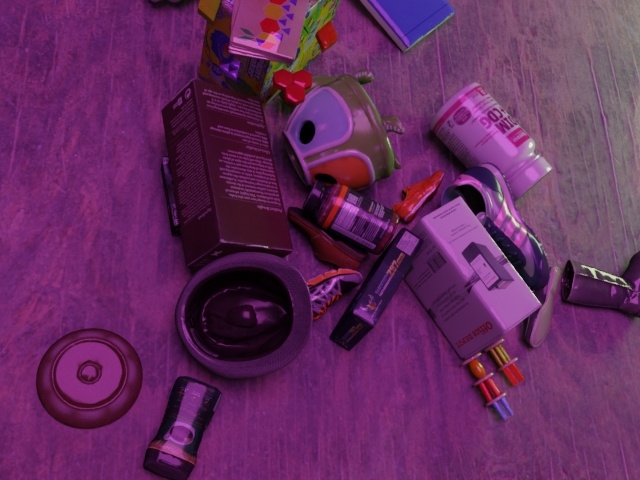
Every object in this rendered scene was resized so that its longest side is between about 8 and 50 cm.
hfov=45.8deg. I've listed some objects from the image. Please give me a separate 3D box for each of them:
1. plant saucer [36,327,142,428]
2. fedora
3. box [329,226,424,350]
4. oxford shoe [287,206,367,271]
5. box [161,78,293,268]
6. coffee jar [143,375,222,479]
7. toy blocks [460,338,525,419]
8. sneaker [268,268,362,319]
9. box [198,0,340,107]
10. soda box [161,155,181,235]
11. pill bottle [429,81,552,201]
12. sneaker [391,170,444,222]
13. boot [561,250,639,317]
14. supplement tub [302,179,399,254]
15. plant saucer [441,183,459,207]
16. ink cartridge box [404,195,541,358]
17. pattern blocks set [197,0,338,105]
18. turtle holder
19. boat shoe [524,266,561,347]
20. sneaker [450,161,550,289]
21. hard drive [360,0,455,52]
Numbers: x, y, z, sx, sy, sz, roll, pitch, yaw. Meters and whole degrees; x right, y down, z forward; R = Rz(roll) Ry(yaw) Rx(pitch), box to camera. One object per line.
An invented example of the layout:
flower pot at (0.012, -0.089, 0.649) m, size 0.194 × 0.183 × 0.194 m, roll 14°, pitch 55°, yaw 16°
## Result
plant saucer at (-0.442, 0.259, 1.453) m, size 0.199 × 0.036 × 0.198 m, roll 6°, pitch 65°, yaw -12°
fedora at (-0.144, 0.149, 1.508) m, size 0.275 × 0.124 × 0.243 m, roll -13°, pitch 81°, yaw 4°
box at (0.116, 0.104, 1.591) m, size 0.059 × 0.183 × 0.232 m, roll 33°, pitch 63°, yaw 2°
oxford shoe at (0.000, 0.000, 1.675) m, size 0.212 × 0.076 × 0.076 m, roll 39°, pitch 24°, yaw 19°
box at (-0.200, -0.132, 1.606) m, size 0.191 × 0.143 × 0.381 m, roll 9°, pitch 58°, yaw -43°
coffee jar at (-0.261, 0.357, 1.432) m, size 0.096 × 0.079 × 0.184 m, roll 24°, pitch 61°, yaw -6°
toy blocks at (0.392, 0.304, 1.647) m, size 0.123 × 0.054 × 0.148 m, roll -25°, pitch 74°, yaw -23°
sneaker at (-0.006, 0.123, 1.611) m, size 0.215 × 0.084 × 0.083 m, roll -20°, pitch 72°, yaw -11°
box at (-0.114, -0.490, 1.740) m, size 0.177 × 0.290 × 0.279 m, roll 38°, pitch 62°, yaw 4°
soda box at (-0.307, -0.098, 1.639) m, size 0.053 × 0.060 × 0.169 m, roll -7°, pitch 69°, yaw -17°
pill bottle at (0.414, -0.231, 1.838) m, size 0.160 × 0.160 × 0.283 m, roll -37°, pitch 80°, yaw -26°
sneaker at (0.234, -0.117, 1.794) m, size 0.067 × 0.064 × 0.175 m, roll 38°, pitch 59°, yaw 15°
boot at (0.688, 0.085, 1.826) m, size 0.208 × 0.076 × 0.189 m, roll 15°, pitch 61°, yaw -1°
supplement tub at (0.063, -0.055, 1.630) m, size 0.198 × 0.106 × 0.106 m, roll 28°, pitch 62°, yaw -4°
plant saucer at (0.341, -0.041, 1.777) m, size 0.195 × 0.037 × 0.195 m, roll 22°, pitch 52°, yaw -32°
ink cartridge box at (0.304, 0.086, 1.636) m, size 0.121 × 0.211 × 0.289 m, roll -29°, pitch 77°, yaw -26°
pattern blocks set at (-0.107, -0.440, 1.541) m, size 0.285 × 0.026 × 0.325 m, roll 22°, pitch 64°, yaw -4°
turtle holder at (0.028, -0.258, 1.703) m, size 0.227 × 0.243 × 0.320 m, roll -25°, pitch 87°, yaw -6°
boat shoe at (0.501, 0.152, 1.755) m, size 0.065 × 0.075 × 0.206 m, roll 6°, pitch 61°, yaw 36°
sneaker at (0.400, -0.018, 1.730) m, size 0.131 × 0.112 × 0.319 m, roll -20°, pitch 77°, yaw -30°
hard drive at (0.191, -0.679, 2.020) m, size 0.210 × 0.040 × 0.318 m, roll -41°, pitch 92°, yaw -27°
